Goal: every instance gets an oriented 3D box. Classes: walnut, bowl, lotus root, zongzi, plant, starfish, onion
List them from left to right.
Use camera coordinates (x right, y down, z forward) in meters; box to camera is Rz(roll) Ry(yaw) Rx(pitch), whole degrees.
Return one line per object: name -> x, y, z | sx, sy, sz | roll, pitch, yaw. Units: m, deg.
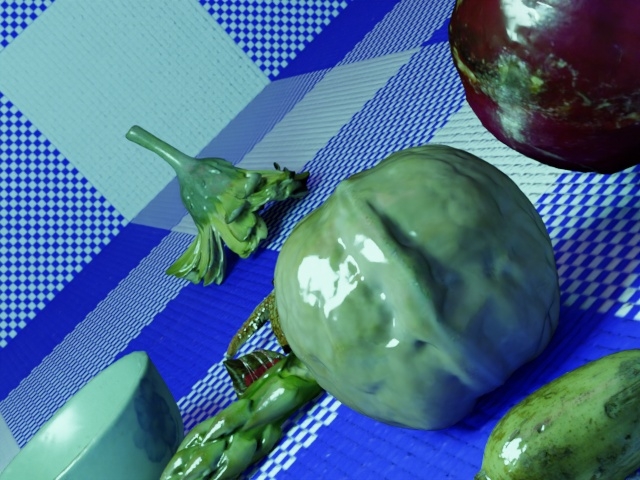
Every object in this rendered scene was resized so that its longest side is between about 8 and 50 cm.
bowl -> -0.254, 0.278, 1.612 | 0.289, 0.146, 0.289 | -42, 13, 12
plant -> -0.153, -0.083, 2.305 | 0.261, 0.297, 0.306 | -16, -22, -38
zongzi -> -0.083, 0.169, 1.668 | 0.083, 0.074, 0.067 | -13, 16, -39
starfish -> -0.035, 0.072, 1.794 | 0.213, 0.057, 0.238 | -33, 17, 10
walnut -> 0.084, 0.038, 1.230 | 0.248, 0.248, 0.248 | -40, 15, 13
lotus root -> 0.182, 0.131, 0.969 | 0.179, 0.089, 0.081 | -36, 58, 12
onion -> 0.309, -0.200, 1.253 | 0.348, 0.348, 0.385 | -45, 50, -6

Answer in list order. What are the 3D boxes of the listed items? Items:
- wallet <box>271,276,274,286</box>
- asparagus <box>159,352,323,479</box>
wallet -> 0.000, 0.000, 1.915 | 0.176, 0.026, 0.095 | -44, -1, -12
asparagus -> -0.092, 0.212, 1.502 | 0.287, 0.080, 0.080 | -46, 15, -8
